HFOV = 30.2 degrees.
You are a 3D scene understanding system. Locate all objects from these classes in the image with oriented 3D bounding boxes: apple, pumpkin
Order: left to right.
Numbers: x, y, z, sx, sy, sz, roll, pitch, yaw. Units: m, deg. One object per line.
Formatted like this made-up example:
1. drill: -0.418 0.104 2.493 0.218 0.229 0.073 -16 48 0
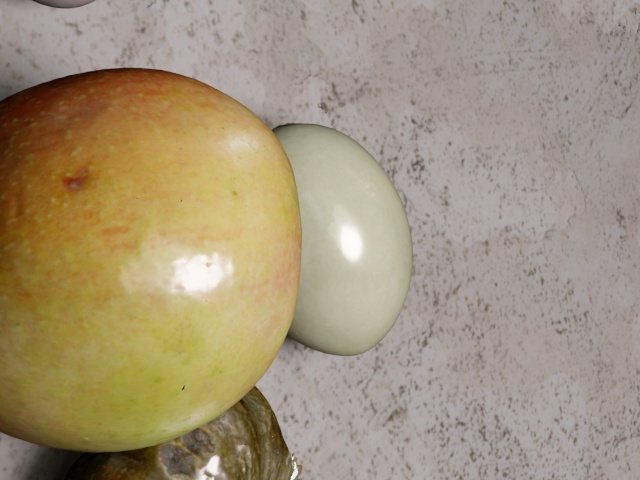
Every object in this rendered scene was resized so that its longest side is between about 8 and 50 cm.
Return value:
1. apple: -0.183 0.017 0.971 0.277 0.319 0.319 -3 88 -39
2. pumpkin: -0.124 0.298 1.075 0.232 0.242 0.325 -20 94 -46

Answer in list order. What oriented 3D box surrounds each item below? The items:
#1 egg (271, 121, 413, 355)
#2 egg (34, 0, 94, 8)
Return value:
1. egg: 0.000 0.000 1.228 0.186 0.186 0.253 -23 97 -37
2. egg: -0.248 -0.312 1.091 0.146 0.146 0.199 -12 86 -38
